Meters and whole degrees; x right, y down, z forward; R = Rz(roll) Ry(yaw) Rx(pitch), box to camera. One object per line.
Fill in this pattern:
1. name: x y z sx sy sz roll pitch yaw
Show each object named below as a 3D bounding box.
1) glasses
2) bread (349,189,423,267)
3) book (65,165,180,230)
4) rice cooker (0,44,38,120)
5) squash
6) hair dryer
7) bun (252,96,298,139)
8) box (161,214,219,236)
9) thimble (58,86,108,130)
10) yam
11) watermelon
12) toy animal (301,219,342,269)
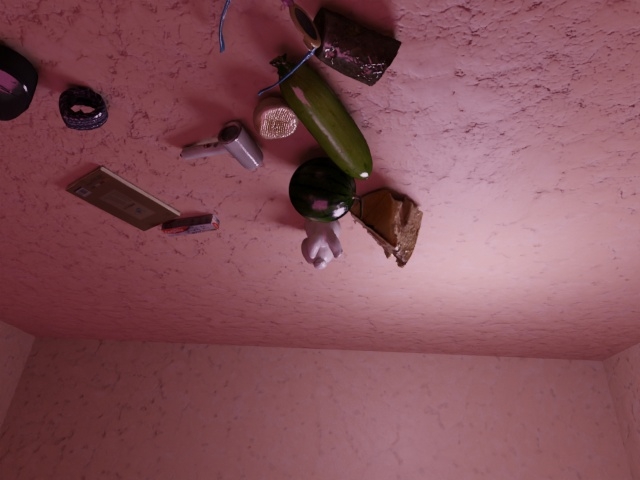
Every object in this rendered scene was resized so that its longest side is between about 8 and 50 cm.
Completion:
1. glasses: -0.107 -0.409 0.860 0.189 0.088 0.220 44 152 -13
2. bread: 0.188 -0.035 1.394 0.211 0.224 0.183 -7 145 34
3. book: -0.674 -0.133 1.504 0.216 0.021 0.310 -17 145 31
4. rice cooker: -0.743 -0.359 1.004 0.202 0.119 0.142 -17 145 32
5. squash: 0.017 -0.288 1.050 0.107 0.107 0.395 -15 141 31
6. hair dryer: -0.288 -0.245 1.211 0.236 0.073 0.131 -6 151 22
7. bun: -0.112 -0.305 1.079 0.115 0.069 0.115 -11 141 -9
8. box: -0.479 -0.054 1.602 0.217 0.040 0.055 -6 151 17
9. thimble: -0.588 -0.325 1.080 0.104 0.095 0.066 -24 172 -25
10. yam: 0.066 -0.386 0.882 0.183 0.107 0.107 17 148 -20
11. watermelon: 0.018 -0.141 1.232 0.214 0.188 0.188 10 154 22
12. toy animal: 0.001 0.008 1.516 0.127 0.179 0.193 7 153 -10
